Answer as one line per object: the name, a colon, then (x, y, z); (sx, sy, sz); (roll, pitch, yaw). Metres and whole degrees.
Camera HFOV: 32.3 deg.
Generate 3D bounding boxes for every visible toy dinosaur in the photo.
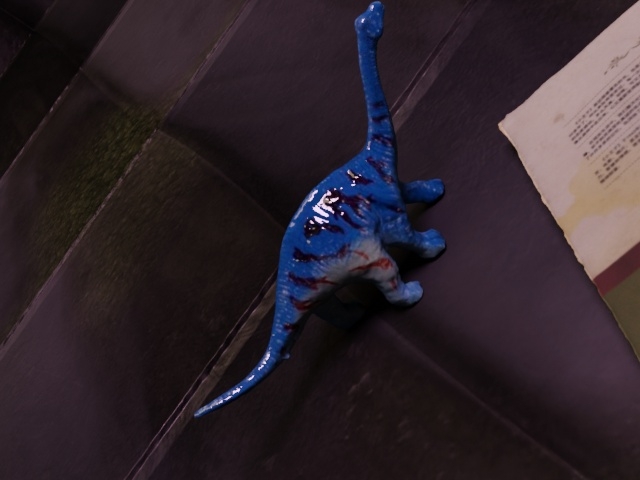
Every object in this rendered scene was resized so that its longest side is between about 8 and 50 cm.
toy dinosaur: (0.028, -0.001, 0.831); (0.076, 0.144, 0.329); (32, 100, 57)

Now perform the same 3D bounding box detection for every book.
book: (0.228, -0.065, 0.689); (0.201, 0.026, 0.289); (-43, 31, 20)
